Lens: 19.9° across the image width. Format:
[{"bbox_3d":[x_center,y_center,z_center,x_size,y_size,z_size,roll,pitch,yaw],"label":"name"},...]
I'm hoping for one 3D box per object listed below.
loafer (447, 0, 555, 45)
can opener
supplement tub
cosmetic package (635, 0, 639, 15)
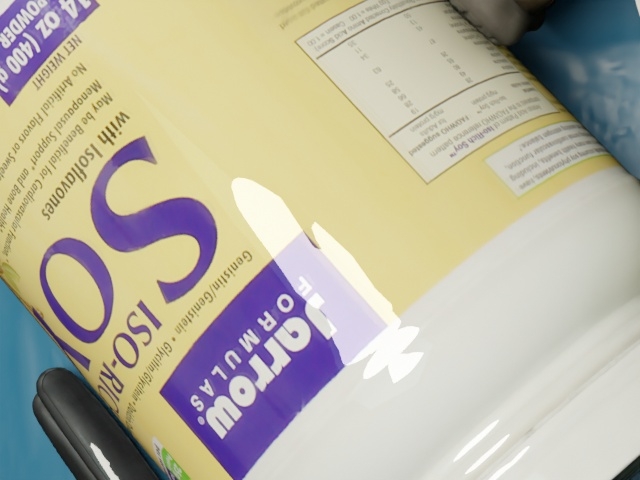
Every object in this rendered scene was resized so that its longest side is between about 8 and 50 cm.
[{"bbox_3d":[0.091,-0.138,0.792,0.080,0.220,0.078,42,106,-8],"label":"loafer"},{"bbox_3d":[-0.088,0.141,0.940,0.186,0.073,0.059,43,141,18],"label":"can opener"},{"bbox_3d":[0.000,0.000,0.806,0.241,0.241,0.331,-46,76,13],"label":"supplement tub"},{"bbox_3d":[0.284,-0.215,0.673,0.385,0.156,0.217,-23,82,45],"label":"cosmetic package"}]
